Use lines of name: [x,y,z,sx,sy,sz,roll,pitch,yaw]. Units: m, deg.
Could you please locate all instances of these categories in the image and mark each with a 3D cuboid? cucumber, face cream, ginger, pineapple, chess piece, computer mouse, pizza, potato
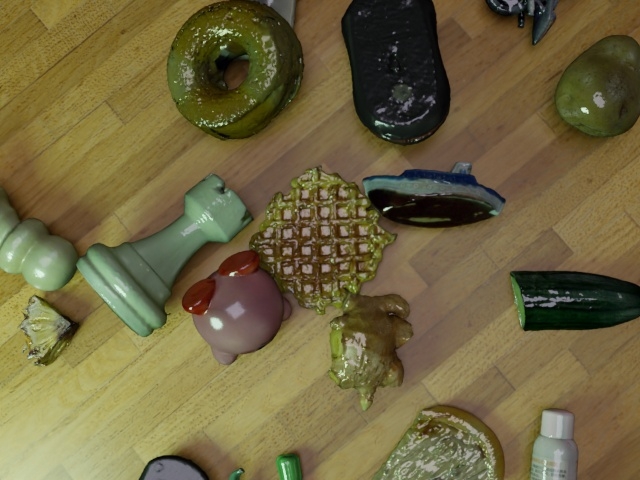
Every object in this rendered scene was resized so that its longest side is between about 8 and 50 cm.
cucumber: [0.478,0.107,1.436,0.244,0.063,0.115,-2,85,1]
face cream: [0.414,0.435,1.397,0.082,0.082,0.269,7,85,4]
ginger: [0.086,0.200,1.429,0.157,0.102,0.216,8,81,-20]
pineapple: [-0.513,0.165,1.481,0.116,0.069,0.137,-12,82,3]
chess piece: [-0.572,-0.001,1.473,0.251,0.144,0.144,32,87,1]
chess piece: [-0.272,0.014,1.436,0.299,0.194,0.194,-42,84,-10]
computer mouse: [-0.298,0.521,1.426,0.138,0.086,0.269,27,78,-3]
pizza: [0.200,0.407,1.435,0.262,0.034,0.181,-30,84,0]
computer mouse: [0.142,-0.328,1.469,0.183,0.116,0.323,-9,77,4]
potato: [0.515,-0.284,1.427,0.157,0.157,0.194,24,85,5]

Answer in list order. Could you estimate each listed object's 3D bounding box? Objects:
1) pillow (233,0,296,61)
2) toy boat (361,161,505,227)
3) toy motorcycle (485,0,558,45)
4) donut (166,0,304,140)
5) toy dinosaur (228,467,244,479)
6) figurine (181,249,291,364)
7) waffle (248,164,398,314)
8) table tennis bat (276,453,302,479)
pillow: [-0.116,-0.458,1.516,0.144,0.078,0.254,3,85,15]
toy boat: [0.208,-0.093,1.452,0.262,0.114,0.115,0,52,-1]
toy motorcycle: [0.448,-0.525,1.477,0.173,0.108,0.307,39,90,1]
donut: [-0.169,-0.316,1.448,0.272,0.107,0.272,3,100,17]
toy dinosaur: [-0.174,0.561,1.421,0.120,0.079,0.292,-9,87,-3]
figurine: [-0.147,0.126,1.418,0.173,0.173,0.173,0,84,3]
waffle: [0.000,0.000,1.478,0.245,0.052,0.254,39,89,5]
table tennis bat: [-0.041,0.519,1.438,0.160,0.039,0.257,-10,86,0]
